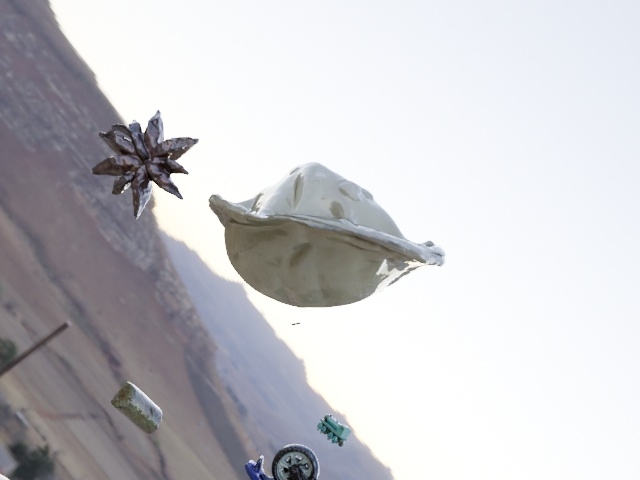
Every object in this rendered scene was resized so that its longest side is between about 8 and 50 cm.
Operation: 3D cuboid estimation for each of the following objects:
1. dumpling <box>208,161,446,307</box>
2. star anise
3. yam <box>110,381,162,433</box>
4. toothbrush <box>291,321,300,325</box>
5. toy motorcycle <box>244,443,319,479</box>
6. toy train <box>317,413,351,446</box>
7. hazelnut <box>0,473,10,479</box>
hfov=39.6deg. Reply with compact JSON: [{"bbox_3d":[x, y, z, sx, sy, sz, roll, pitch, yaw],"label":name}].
[{"bbox_3d":[0.000,0.000,1.381,0.395,0.233,0.315,15,0,4],"label":"dumpling"},{"bbox_3d":[-0.301,-0.139,1.556,0.182,0.195,0.065,62,-9,12],"label":"star anise"},{"bbox_3d":[-0.256,0.237,1.254,0.043,0.043,0.094,41,-10,46],"label":"yam"},{"bbox_3d":[-0.053,0.178,1.891,0.097,0.008,0.006,145,-53,-78],"label":"toothbrush"},{"bbox_3d":[-0.028,0.546,1.713,0.315,0.169,0.113,59,3,5],"label":"toy motorcycle"},{"bbox_3d":[0.025,0.382,1.796,0.029,0.045,0.092,34,-3,-31],"label":"toy train"},{"bbox_3d":[-0.494,0.397,1.243,0.182,0.182,0.182,49,-9,10],"label":"hazelnut"}]
